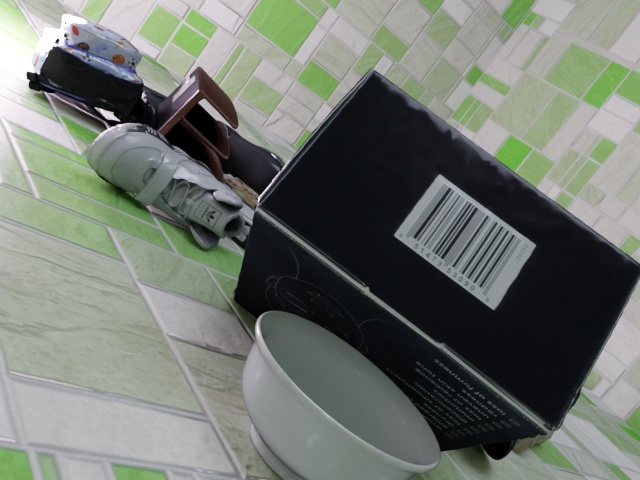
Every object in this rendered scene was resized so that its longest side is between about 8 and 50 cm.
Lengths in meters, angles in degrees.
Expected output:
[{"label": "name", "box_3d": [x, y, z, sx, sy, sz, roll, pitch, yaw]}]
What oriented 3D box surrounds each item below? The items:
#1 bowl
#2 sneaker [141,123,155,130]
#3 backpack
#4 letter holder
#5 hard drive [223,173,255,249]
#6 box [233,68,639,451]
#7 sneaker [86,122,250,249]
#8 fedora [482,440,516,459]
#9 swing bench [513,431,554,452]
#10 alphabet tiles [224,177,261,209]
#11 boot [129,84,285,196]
[{"label": "bowl", "box_3d": [0.002, 0.237, 0.979, 0.297, 0.134, 0.298, 36, 10, -7]}, {"label": "sneaker", "box_3d": [-0.422, -0.234, 1.784, 0.097, 0.084, 0.235, 38, 1, 0]}, {"label": "backpack", "box_3d": [-0.576, -0.429, 1.814, 0.276, 0.213, 0.263, 25, 5, -39]}, {"label": "letter holder", "box_3d": [-0.268, -0.269, 1.800, 0.214, 0.152, 0.302, 44, 10, -23]}, {"label": "hard drive", "box_3d": [-0.201, -0.076, 1.862, 0.237, 0.064, 0.339, 39, 10, 6]}, {"label": "box", "box_3d": [0.139, 0.073, 1.187, 0.479, 0.297, 0.472, 37, -22, 3]}, {"label": "sneaker", "box_3d": [-0.284, -0.103, 1.492, 0.210, 0.137, 0.366, 40, 7, 29]}, {"label": "fedora", "box_3d": [0.297, 0.292, 1.540, 0.152, 0.334, 0.334, 2, 16, -6]}, {"label": "swing bench", "box_3d": [0.483, 0.377, 1.855, 0.254, 0.165, 0.253, 43, 12, 27]}, {"label": "alphabet tiles", "box_3d": [-0.140, -0.086, 1.904, 0.237, 0.009, 0.198, 39, 11, 4]}, {"label": "boot", "box_3d": [-0.332, -0.282, 2.079, 0.367, 0.146, 0.445, 34, 5, 31]}]
